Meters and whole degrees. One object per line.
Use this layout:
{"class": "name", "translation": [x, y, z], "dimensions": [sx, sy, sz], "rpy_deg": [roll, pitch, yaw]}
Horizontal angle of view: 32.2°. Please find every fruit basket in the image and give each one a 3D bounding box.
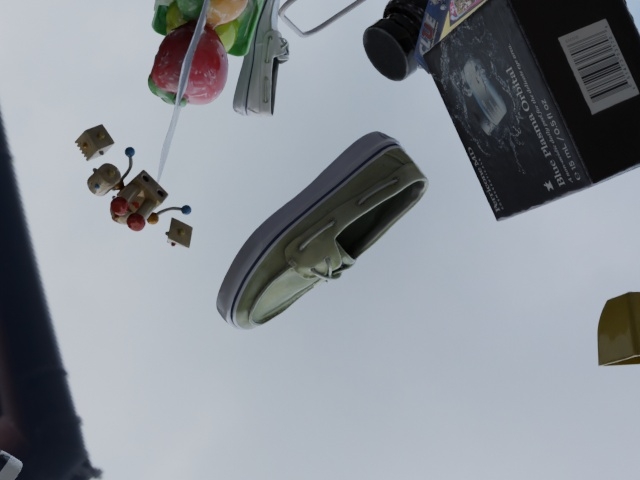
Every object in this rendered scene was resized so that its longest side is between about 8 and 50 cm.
{"class": "fruit basket", "translation": [-0.186, -0.304, 1.596], "dimensions": [0.165, 0.327, 0.353], "rpy_deg": [21, -119, -4]}

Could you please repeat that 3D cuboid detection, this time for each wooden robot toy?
{"class": "wooden robot toy", "translation": [-0.224, -0.043, 1.257], "dimensions": [0.079, 0.173, 0.076], "rpy_deg": [-34, -165, 41]}

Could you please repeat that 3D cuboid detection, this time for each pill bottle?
{"class": "pill bottle", "translation": [0.171, -0.332, 1.646], "dimensions": [0.219, 0.122, 0.123], "rpy_deg": [-38, -126, -24]}

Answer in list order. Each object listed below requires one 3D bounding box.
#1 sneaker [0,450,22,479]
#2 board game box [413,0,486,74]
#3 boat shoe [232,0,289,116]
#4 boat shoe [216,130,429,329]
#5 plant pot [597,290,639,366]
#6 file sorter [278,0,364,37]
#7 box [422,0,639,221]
{"class": "sneaker", "translation": [-0.327, 0.212, 0.854], "dimensions": [0.090, 0.095, 0.235], "rpy_deg": [-36, -171, 20]}
{"class": "board game box", "translation": [0.221, -0.338, 1.440], "dimensions": [0.165, 0.243, 0.042], "rpy_deg": [-20, -123, -26]}
{"class": "boat shoe", "translation": [-0.086, -0.318, 1.869], "dimensions": [0.076, 0.083, 0.226], "rpy_deg": [13, -80, 11]}
{"class": "boat shoe", "translation": [0.000, 0.000, 1.319], "dimensions": [0.302, 0.109, 0.094], "rpy_deg": [-48, -126, 4]}
{"class": "plant pot", "translation": [0.391, 0.107, 1.365], "dimensions": [0.081, 0.081, 0.083], "rpy_deg": [0, -105, -23]}
{"class": "file sorter", "translation": [-0.031, -0.406, 1.293], "dimensions": [0.173, 0.193, 0.277], "rpy_deg": [-32, -95, 8]}
{"class": "box", "translation": [0.173, -0.111, 0.850], "dimensions": [0.093, 0.158, 0.156], "rpy_deg": [-23, -92, -18]}
